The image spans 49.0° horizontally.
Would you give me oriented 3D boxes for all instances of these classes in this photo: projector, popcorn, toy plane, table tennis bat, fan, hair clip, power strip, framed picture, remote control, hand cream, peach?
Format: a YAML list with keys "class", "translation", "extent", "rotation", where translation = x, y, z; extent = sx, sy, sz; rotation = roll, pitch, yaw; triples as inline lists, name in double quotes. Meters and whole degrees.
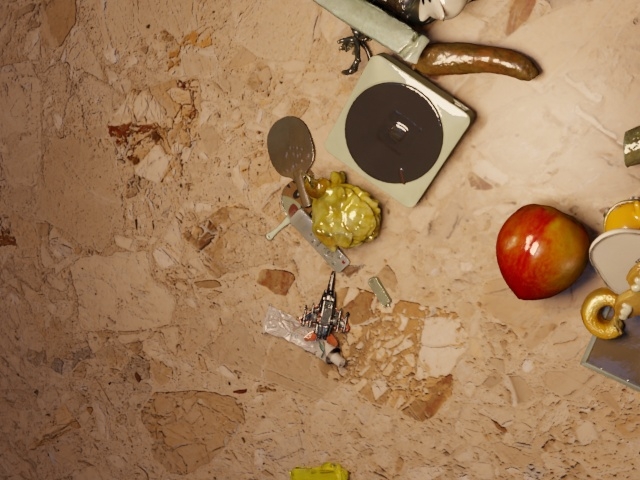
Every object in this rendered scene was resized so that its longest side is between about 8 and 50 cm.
- class: "projector"
  translation: [0.171, -0.244, 1.566]
  extent: [0.257, 0.079, 0.259]
  rotation: [37, 121, 9]
- class: "popcorn"
  translation: [0.049, -0.076, 1.638]
  extent: [0.168, 0.173, 0.195]
  rotation: [-24, 82, 44]
- class: "toy plane"
  translation: [0.017, 0.165, 1.751]
  extent: [0.130, 0.061, 0.189]
  rotation: [10, 98, -1]
- class: "table tennis bat"
  translation: [-0.064, -0.194, 1.754]
  extent: [0.131, 0.022, 0.234]
  rotation: [-19, 85, 29]
- class: "fan"
  translation: [-0.063, -0.067, 1.788]
  extent: [0.227, 0.008, 0.152]
  rotation: [-41, 79, 28]
- class: "hair clip"
  translation: [0.002, 0.624, 1.858]
  extent: [0.173, 0.046, 0.072]
  rotation: [-16, 94, 33]
- class: "power strip"
  translation: [0.144, 0.125, 1.699]
  extent: [0.027, 0.017, 0.083]
  rotation: [-36, 80, 31]
- class: "framed picture"
  translation: [0.633, 0.206, 1.435]
  extent: [0.142, 0.011, 0.183]
  rotation: [24, 111, 24]
- class: "remote control"
  translation: [0.000, 0.000, 1.751]
  extent: [0.184, 0.027, 0.050]
  rotation: [48, 119, 5]
- class: "hand cream"
  translation: [-0.040, 0.253, 1.814]
  extent: [0.257, 0.050, 0.084]
  rotation: [25, 107, 27]
- class: "peach"
  translation: [0.439, 0.027, 1.417]
  extent: [0.197, 0.197, 0.197]
  rotation: [6, 102, 29]

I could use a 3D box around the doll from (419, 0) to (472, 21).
- class: "doll"
  translation: [0.278, -0.518, 1.415]
  extent: [0.181, 0.110, 0.107]
  rotation: [-35, 107, -11]

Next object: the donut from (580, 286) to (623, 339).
- class: "donut"
  translation: [0.576, 0.150, 1.427]
  extent: [0.097, 0.043, 0.108]
  rotation: [15, 102, 26]

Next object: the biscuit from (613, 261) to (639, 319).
- class: "biscuit"
  translation: [0.686, 0.108, 1.319]
  extent: [0.240, 0.035, 0.158]
  rotation: [5, 132, 9]

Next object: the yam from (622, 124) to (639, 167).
- class: "yam"
  translation: [0.653, -0.198, 1.312]
  extent: [0.179, 0.078, 0.078]
  rotation: [-19, 89, 34]

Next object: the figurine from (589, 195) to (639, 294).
- class: "figurine"
  translation: [0.630, 0.013, 1.368]
  extent: [0.250, 0.141, 0.166]
  rotation: [35, 130, -19]

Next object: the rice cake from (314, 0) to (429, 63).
- class: "rice cake"
  translation: [0.090, -0.481, 1.505]
  extent: [0.336, 0.063, 0.066]
  rotation: [41, 110, 26]

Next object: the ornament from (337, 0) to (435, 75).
- class: "ornament"
  translation: [0.141, -0.455, 1.559]
  extent: [0.202, 0.080, 0.236]
  rotation: [35, 112, 23]

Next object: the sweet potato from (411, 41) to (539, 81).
- class: "sweet potato"
  translation: [0.322, -0.377, 1.474]
  extent: [0.273, 0.075, 0.075]
  rotation: [10, 104, 25]
